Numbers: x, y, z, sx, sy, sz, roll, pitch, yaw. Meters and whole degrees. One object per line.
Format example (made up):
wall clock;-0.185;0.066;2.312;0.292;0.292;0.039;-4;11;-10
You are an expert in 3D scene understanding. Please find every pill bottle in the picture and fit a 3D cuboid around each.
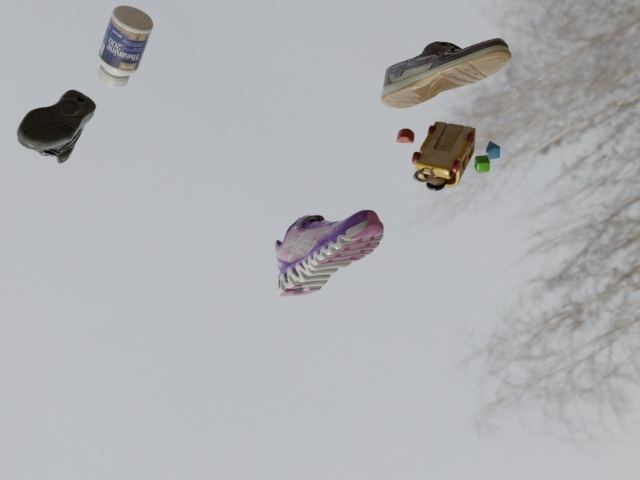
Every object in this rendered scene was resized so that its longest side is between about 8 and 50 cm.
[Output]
pill bottle;-0.314;-0.305;1.494;0.067;0.120;0.067;19;-143;-15

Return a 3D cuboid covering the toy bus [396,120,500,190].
toy bus;0.258;-0.161;1.976;0.202;0.104;0.191;-17;-137;-12

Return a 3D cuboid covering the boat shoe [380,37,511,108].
boat shoe;0.232;-0.339;1.811;0.102;0.285;0.093;10;-111;-45

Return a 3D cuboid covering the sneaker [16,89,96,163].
sneaker;-0.490;-0.184;1.704;0.087;0.130;0.227;30;-155;-6

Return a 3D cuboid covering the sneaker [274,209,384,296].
sneaker;0.000;0.000;1.433;0.095;0.236;0.105;0;-114;-38
